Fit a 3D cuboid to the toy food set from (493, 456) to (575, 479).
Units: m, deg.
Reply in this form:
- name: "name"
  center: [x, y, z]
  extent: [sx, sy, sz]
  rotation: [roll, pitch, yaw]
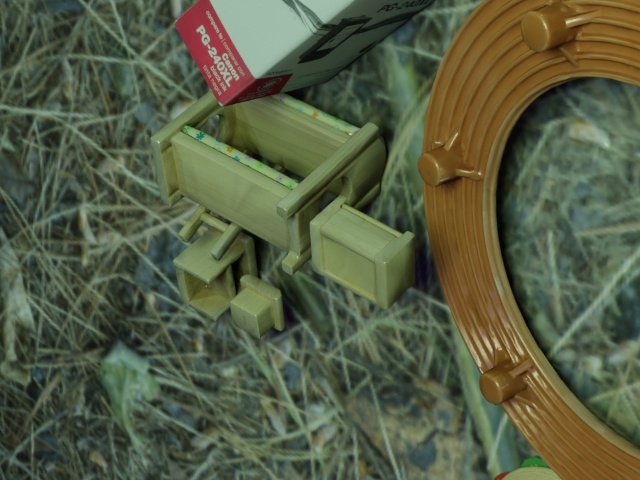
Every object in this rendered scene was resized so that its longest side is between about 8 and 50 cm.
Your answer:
- name: "toy food set"
  center: [0.142, 0.176, 0.831]
  extent: [0.083, 0.020, 0.083]
  rotation: [11, 111, 35]

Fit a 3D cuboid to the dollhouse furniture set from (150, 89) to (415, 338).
- name: "dollhouse furniture set"
  center: [0.000, 0.000, 0.861]
  extent: [0.182, 0.101, 0.161]
  rotation: [29, 144, 27]

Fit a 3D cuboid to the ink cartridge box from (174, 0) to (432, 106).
- name: "ink cartridge box"
  center: [0.007, -0.147, 0.774]
  extent: [0.150, 0.109, 0.063]
  rotation: [-33, 83, 39]

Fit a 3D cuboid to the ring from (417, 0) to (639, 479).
- name: "ring"
  center: [0.156, 0.023, 0.690]
  extent: [0.336, 0.032, 0.336]
  rotation: [39, 141, 42]
